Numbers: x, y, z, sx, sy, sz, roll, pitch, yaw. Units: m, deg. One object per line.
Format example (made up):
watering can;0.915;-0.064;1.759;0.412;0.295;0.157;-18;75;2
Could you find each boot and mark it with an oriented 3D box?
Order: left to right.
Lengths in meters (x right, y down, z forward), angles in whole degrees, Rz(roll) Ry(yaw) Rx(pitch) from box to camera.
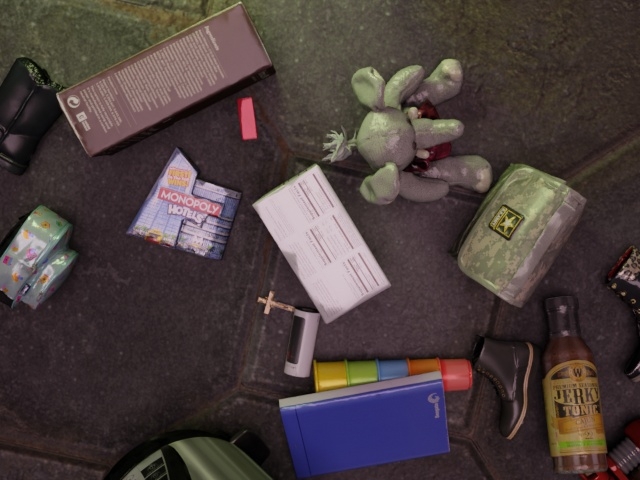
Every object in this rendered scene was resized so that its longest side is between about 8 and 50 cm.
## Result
boot;-0.629;-0.272;1.845;0.246;0.094;0.207;32;98;-10
boot;0.352;0.291;1.911;0.137;0.077;0.198;15;82;-17
boot;0.635;0.146;1.909;0.178;0.085;0.236;36;88;-2

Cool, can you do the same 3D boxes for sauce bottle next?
sauce bottle;0.490;0.284;1.872;0.111;0.111;0.344;-5;76;0

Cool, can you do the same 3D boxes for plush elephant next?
plush elephant;0.162;-0.195;1.783;0.330;0.255;0.272;-10;96;0

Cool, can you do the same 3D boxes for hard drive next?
hard drive;0.092;0.371;1.897;0.318;0.040;0.210;-10;127;0

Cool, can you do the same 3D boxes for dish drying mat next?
dish drying mat;-0.146;-0.243;1.899;0.032;0.008;0.083;-7;96;1

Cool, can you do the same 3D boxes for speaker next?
speaker;-0.037;0.206;1.920;0.055;0.055;0.136;10;96;-2

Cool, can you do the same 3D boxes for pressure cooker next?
pressure cooker;-0.236;0.566;1.782;0.370;0.420;0.375;-3;108;-32

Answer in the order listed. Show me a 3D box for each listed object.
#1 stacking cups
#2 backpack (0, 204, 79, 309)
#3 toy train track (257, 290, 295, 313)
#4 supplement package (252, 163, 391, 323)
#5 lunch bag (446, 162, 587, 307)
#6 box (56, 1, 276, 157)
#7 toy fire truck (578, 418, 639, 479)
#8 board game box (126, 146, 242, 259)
stacking cups;0.144;0.275;1.908;0.316;0.096;0.096;-4;96;0
backpack;-0.551;0.032;1.841;0.144;0.166;0.188;27;98;-4
toy train track;-0.088;0.130;1.934;0.083;0.014;0.048;17;88;-8
supplement package;0.000;0.000;1.825;0.145;0.204;0.262;-31;95;1
lunch bag;0.373;-0.013;1.788;0.169;0.287;0.235;33;95;-4
box;-0.282;-0.299;1.803;0.381;0.191;0.143;-28;95;3
toy fire truck;0.598;0.426;1.918;0.217;0.158;0.246;-42;105;4
board game box;-0.262;-0.078;1.888;0.194;0.060;0.194;17;96;-2
